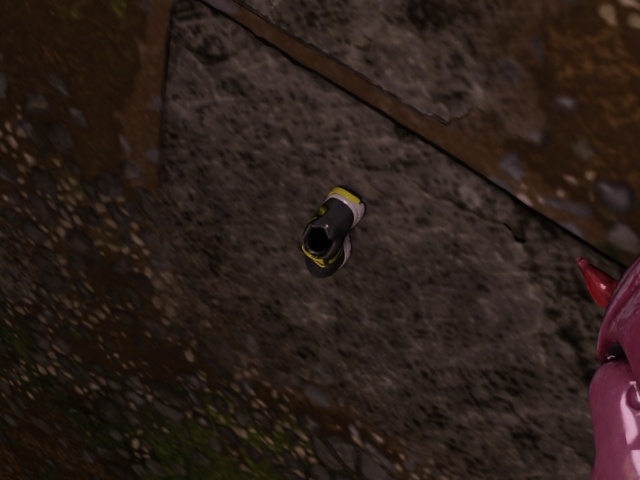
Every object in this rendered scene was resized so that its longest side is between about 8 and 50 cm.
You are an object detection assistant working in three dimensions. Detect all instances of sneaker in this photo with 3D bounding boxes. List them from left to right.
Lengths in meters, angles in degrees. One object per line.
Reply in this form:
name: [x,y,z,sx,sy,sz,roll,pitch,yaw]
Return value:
sneaker: [0.000,0.000,1.007,0.031,0.035,0.083,36,147,13]

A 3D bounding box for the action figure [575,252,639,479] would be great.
action figure: [0.190,0.092,0.677,0.276,0.248,0.370,42,-174,-39]
